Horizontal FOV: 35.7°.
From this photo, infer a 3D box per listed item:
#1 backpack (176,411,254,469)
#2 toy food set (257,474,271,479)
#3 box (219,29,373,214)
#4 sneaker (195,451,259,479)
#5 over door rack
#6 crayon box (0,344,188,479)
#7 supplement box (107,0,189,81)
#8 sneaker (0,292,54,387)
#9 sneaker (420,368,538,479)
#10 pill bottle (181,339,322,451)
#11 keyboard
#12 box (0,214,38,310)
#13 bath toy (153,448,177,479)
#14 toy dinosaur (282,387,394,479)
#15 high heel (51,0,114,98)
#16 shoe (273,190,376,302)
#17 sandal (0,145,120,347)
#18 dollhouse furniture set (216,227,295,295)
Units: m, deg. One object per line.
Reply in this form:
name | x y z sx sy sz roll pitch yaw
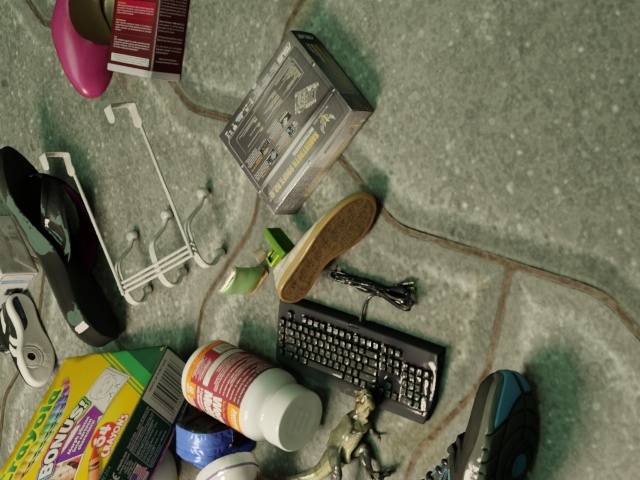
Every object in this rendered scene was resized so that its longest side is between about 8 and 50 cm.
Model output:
backpack | -0.180 0.339 1.666 0.098 0.120 0.101 4 95 41
toy food set | -0.079 0.473 1.646 0.132 0.038 0.192 14 110 46
box | -0.044 -0.183 1.564 0.183 0.056 0.231 54 124 25
sneaker | -0.137 0.462 1.588 0.282 0.102 0.161 107 145 -45
over door rack | -0.323 -0.068 1.765 0.239 0.108 0.324 -27 95 40
crayon box | -0.413 0.368 1.749 0.313 0.106 0.363 -11 43 41
supplement box | -0.303 -0.413 1.771 0.130 0.073 0.239 18 105 39
sneaker | -0.630 0.232 2.096 0.121 0.079 0.217 -45 55 37
sneaker | 0.191 0.327 1.338 0.139 0.125 0.341 22 104 44
pill bottle | -0.111 0.250 1.601 0.221 0.121 0.121 20 105 39
keyboard | 0.054 0.141 1.512 0.317 0.033 0.201 15 102 39
box | -0.743 0.099 2.176 0.290 0.087 0.169 -47 62 33
bath toy | -0.414 0.469 1.877 0.348 0.129 0.151 -24 76 39
toy dinosaur | 0.039 0.335 1.518 0.268 0.064 0.118 -55 53 33
high heel | -0.405 -0.458 1.817 0.181 0.127 0.377 -17 77 51
shoe | 0.000 0.000 1.513 0.219 0.076 0.058 -48 38 20
sandal | -0.486 -0.006 1.924 0.107 0.167 0.446 -34 76 11
dollhouse furniture set | -0.094 0.052 1.607 0.058 0.076 0.151 52 122 28
